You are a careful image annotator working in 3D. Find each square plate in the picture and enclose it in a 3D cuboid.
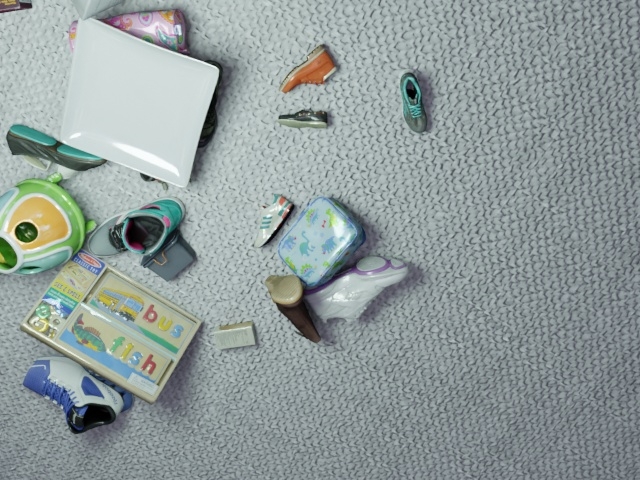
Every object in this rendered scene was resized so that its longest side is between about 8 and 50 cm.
[{"bbox_3d":[-0.450,-0.336,1.697,0.347,0.049,0.344,21,121,-4],"label":"square plate"}]

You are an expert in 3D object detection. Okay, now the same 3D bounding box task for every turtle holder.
[{"bbox_3d":[-0.783,-0.024,1.805,0.320,0.227,0.244,0,121,25],"label":"turtle holder"}]

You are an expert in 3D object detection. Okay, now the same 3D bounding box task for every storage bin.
[{"bbox_3d":[-0.416,0.048,1.903,0.135,0.098,0.091,-39,113,13],"label":"storage bin"}]

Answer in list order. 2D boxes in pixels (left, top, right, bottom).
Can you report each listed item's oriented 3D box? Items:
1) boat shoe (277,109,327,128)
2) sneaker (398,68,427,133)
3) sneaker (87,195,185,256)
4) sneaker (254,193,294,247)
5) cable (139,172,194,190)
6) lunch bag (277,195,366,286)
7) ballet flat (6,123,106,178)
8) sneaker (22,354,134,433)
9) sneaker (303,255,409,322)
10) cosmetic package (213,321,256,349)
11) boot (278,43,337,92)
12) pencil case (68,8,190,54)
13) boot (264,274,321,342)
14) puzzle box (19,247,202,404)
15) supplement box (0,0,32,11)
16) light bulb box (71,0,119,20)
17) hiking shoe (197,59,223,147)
[{"bbox_3d":[-0.046,-0.318,1.793,0.132,0.049,0.042,2,80,8],"label":"boat shoe"},{"bbox_3d":[0.234,-0.350,1.752,0.064,0.076,0.167,-16,107,8],"label":"sneaker"},{"bbox_3d":[-0.511,-0.012,1.836,0.295,0.178,0.124,-25,105,10],"label":"sneaker"},{"bbox_3d":[-0.143,-0.056,1.881,0.075,0.057,0.161,40,107,7],"label":"sneaker"},{"bbox_3d":[-0.435,-0.270,1.830,0.139,0.072,0.287,-12,95,24],"label":"cable"},{"bbox_3d":[0.000,0.000,1.843,0.176,0.090,0.219,45,105,19],"label":"lunch bag"},{"bbox_3d":[-0.699,-0.225,1.827,0.280,0.095,0.096,19,118,7],"label":"ballet flat"},{"bbox_3d":[-0.714,0.451,1.994,0.315,0.182,0.128,21,106,-5],"label":"sneaker"},{"bbox_3d":[0.110,0.138,1.910,0.305,0.114,0.152,-19,113,17],"label":"sneaker"},{"bbox_3d":[-0.247,0.275,1.992,0.115,0.041,0.060,-7,107,4],"label":"cosmetic package"},{"bbox_3d":[-0.033,-0.416,1.753,0.158,0.059,0.085,-38,108,12],"label":"boot"},{"bbox_3d":[-0.471,-0.501,1.707,0.283,0.124,0.124,-6,108,2],"label":"pencil case"},{"bbox_3d":[-0.053,0.191,1.860,0.090,0.248,0.207,-39,106,-11],"label":"boot"},{"bbox_3d":[-0.564,0.232,1.889,0.408,0.272,0.052,32,146,-8],"label":"puzzle box"},{"bbox_3d":[-0.794,-0.660,1.688,0.104,0.081,0.188,-7,107,4],"label":"supplement box"},{"bbox_3d":[-0.447,-0.740,1.498,0.361,0.225,0.358,-35,106,-20],"label":"light bulb box"},{"bbox_3d":[-0.307,-0.344,1.754,0.086,0.114,0.227,10,108,-1],"label":"hiking shoe"}]
